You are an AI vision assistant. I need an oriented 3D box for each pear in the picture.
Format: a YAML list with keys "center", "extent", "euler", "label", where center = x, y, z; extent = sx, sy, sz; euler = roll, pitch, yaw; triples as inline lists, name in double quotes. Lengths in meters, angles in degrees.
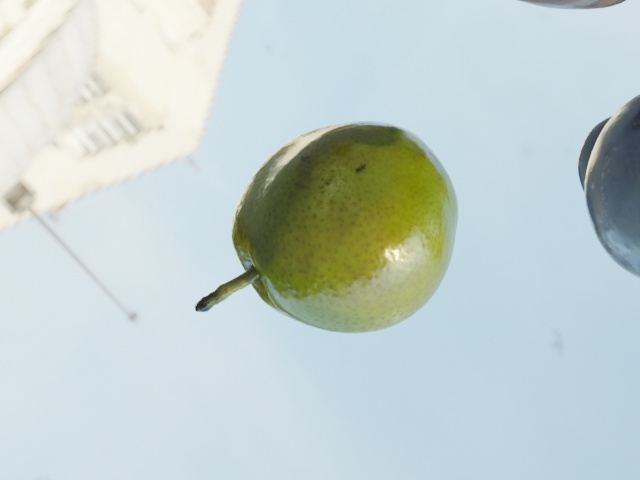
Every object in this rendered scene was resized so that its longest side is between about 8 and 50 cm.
- center: [0.000, 0.000, 1.411]
  extent: [0.216, 0.166, 0.180]
  euler: [-25, -153, -14]
  label: "pear"

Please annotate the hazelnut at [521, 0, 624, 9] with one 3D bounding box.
- center: [0.081, -0.162, 0.721]
  extent: [0.150, 0.150, 0.150]
  euler: [-27, -147, 20]
  label: "hazelnut"

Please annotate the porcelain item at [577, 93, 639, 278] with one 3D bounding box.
- center: [0.261, -0.025, 1.125]
  extent: [0.141, 0.141, 0.259]
  euler: [-46, -149, -11]
  label: "porcelain item"
